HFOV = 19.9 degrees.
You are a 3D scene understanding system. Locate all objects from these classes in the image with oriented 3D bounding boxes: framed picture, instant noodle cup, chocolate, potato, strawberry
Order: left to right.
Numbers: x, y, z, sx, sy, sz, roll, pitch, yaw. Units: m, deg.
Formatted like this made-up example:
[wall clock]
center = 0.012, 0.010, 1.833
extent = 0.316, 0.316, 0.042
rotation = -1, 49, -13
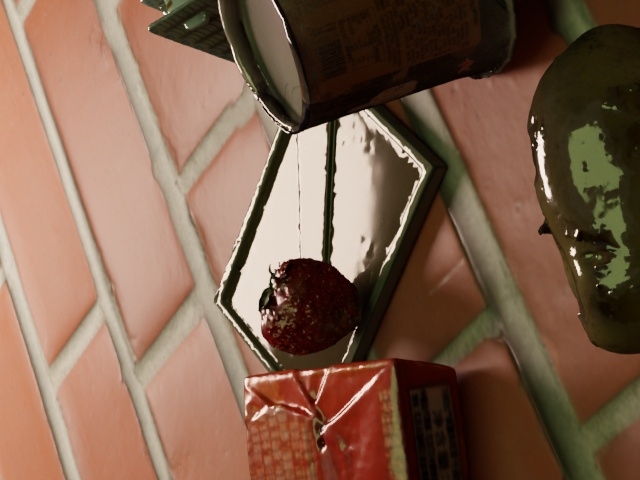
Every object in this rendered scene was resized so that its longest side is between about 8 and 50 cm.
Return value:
[strawberry]
center = -0.010, 0.070, 1.815
extent = 0.106, 0.106, 0.106
rotation = 1, 91, 54
[framed picture]
center = 0.000, 0.000, 1.893
extent = 0.247, 0.022, 0.335
rotation = 48, 127, 42
[instant noodle cup]
center = 0.035, -0.209, 1.622
extent = 0.217, 0.207, 0.217
rotation = 53, 158, 33
[chocolate]
center = 0.040, 0.235, 1.753
extent = 0.234, 0.108, 0.237
rotation = -13, 80, 50
[potato]
center = 0.248, -0.042, 1.442
extent = 0.165, 0.165, 0.262
rotation = -5, 90, 54

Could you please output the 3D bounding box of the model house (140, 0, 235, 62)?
[model house]
center = -0.056, -0.278, 1.795
extent = 0.198, 0.224, 0.215
rotation = -45, 47, 30
